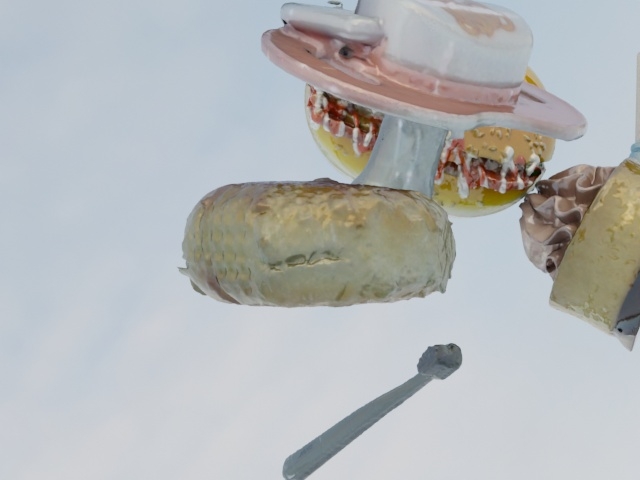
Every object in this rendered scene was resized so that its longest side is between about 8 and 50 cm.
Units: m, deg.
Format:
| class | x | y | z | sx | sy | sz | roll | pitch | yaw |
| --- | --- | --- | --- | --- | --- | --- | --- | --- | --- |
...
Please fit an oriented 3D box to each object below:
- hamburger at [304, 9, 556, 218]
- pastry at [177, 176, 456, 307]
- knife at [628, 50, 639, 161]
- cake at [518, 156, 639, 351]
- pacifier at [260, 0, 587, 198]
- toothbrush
| class | x | y | z | sx | sy | sz | roll | pitch | yaw |
| --- | --- | --- | --- | --- | --- | --- | --- | --- | --- |
| hamburger | 0.124 | -0.146 | 1.651 | 0.151 | 0.295 | 0.227 | 111 | 178 | -67 |
| pastry | 0.000 | 0.000 | 1.079 | 0.182 | 0.192 | 0.093 | -1 | -89 | -40 |
| knife | 0.454 | -0.150 | 2.020 | 0.032 | 0.058 | 0.244 | 36 | -119 | -60 |
| cake | 0.297 | -0.002 | 1.595 | 0.185 | 0.178 | 0.208 | 99 | -163 | -47 |
| pacifier | 0.091 | -0.123 | 1.330 | 0.332 | 0.273 | 0.220 | 0 | -12 | -43 |
| toothbrush | 0.042 | 0.176 | 1.458 | 0.030 | 0.030 | 0.297 | 9 | -35 | -33 |
